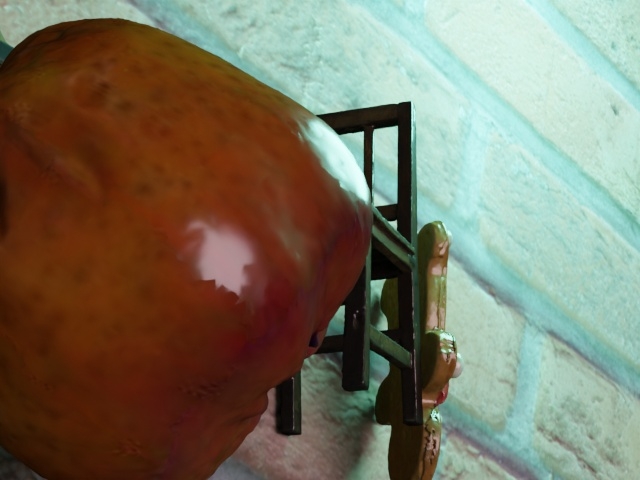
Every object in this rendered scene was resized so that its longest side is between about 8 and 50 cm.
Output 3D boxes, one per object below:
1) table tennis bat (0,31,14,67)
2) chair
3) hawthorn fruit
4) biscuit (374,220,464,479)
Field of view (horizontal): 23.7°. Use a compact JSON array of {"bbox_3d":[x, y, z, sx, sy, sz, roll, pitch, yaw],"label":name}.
[{"bbox_3d":[-0.383,-0.218,1.641,0.274,0.021,0.154,27,59,-37],"label":"table tennis bat"},{"bbox_3d":[0.000,0.000,1.802,0.240,0.203,0.416,35,50,-61],"label":"chair"},{"bbox_3d":[-0.199,0.014,1.485,0.471,0.471,0.472,18,65,-43],"label":"hawthorn fruit"},{"bbox_3d":[0.126,0.160,1.919,0.047,0.216,0.340,10,57,-15],"label":"biscuit"}]
